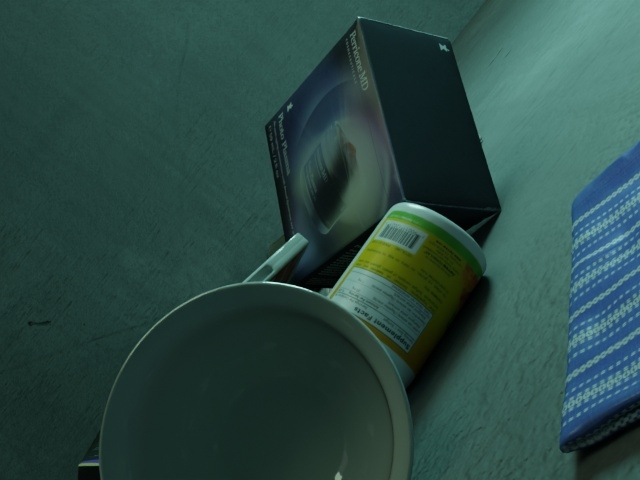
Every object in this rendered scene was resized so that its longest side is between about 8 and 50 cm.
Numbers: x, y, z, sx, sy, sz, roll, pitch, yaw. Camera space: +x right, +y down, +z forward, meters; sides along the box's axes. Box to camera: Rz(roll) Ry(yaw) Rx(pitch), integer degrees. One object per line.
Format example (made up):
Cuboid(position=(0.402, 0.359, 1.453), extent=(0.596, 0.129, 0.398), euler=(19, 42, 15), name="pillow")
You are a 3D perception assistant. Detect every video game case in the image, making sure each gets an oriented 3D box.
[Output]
Cuboid(position=(-0.135, 0.126, 1.100), extent=(0.285, 0.025, 0.204), euler=(-43, -11, -35), name="video game case")

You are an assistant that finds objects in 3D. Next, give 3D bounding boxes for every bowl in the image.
Cuboid(position=(-0.051, 0.196, 0.767), extent=(0.298, 0.298, 0.134), euler=(-52, -17, -3), name="bowl")

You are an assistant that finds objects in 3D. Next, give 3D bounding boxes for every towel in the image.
Cuboid(position=(0.270, -0.020, 0.586), extent=(0.243, 0.040, 0.336), euler=(-48, 7, 35), name="towel")

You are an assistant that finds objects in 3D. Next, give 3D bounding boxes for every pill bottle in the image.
Cuboid(position=(0.074, 0.089, 0.913), extent=(0.245, 0.136, 0.136), euler=(-54, 7, -15), name="pill bottle")

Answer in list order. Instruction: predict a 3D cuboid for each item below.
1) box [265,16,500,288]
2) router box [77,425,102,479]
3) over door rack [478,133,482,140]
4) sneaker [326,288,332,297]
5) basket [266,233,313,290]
Cuboid(position=(0.074, -0.117, 1.177), extent=(0.294, 0.183, 0.296), euler=(-39, 55, 48), name="box")
Cuboid(position=(-0.277, 0.423, 1.065), extent=(0.243, 0.081, 0.308), euler=(-179, 92, -82), name="router box")
Cuboid(position=(0.124, -0.102, 1.460), extent=(0.324, 0.108, 0.239), euler=(-38, 4, 36), name="over door rack")
Cuboid(position=(0.047, 0.111, 1.305), extent=(0.094, 0.080, 0.212), euler=(-36, 27, 57), name="sneaker")
Cuboid(position=(0.000, 0.000, 1.913), extent=(0.227, 0.154, 0.204), euler=(-44, 10, 31), name="basket")
